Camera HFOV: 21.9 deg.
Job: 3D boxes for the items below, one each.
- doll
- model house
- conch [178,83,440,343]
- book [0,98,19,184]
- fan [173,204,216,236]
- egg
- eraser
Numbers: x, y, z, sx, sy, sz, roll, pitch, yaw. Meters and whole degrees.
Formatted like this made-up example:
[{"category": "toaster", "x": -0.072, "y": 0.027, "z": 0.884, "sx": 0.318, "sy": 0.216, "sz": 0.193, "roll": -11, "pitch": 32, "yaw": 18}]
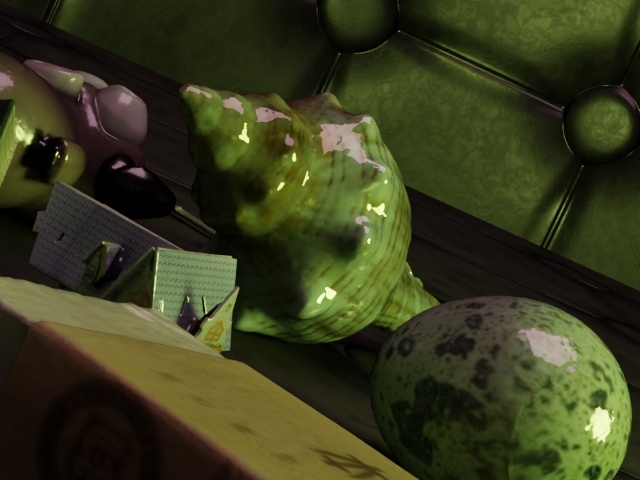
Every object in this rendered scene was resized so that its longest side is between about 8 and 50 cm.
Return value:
[{"category": "doll", "x": -0.222, "y": -0.074, "z": 1.176, "sx": 0.182, "sy": 0.117, "sz": 0.257, "roll": 24, "pitch": 8, "yaw": 42}, {"category": "model house", "x": -0.099, "y": 0.037, "z": 0.904, "sx": 0.167, "sy": 0.088, "sz": 0.117, "roll": 29, "pitch": 9, "yaw": 28}, {"category": "conch", "x": -0.013, "y": 0.005, "z": 1.228, "sx": 0.386, "sy": 0.169, "sz": 0.203, "roll": 68, "pitch": -4, "yaw": -49}, {"category": "book", "x": -0.289, "y": -0.049, "z": 0.832, "sx": 0.260, "sy": 0.043, "sz": 0.371, "roll": 5, "pitch": 10, "yaw": -8}, {"category": "fan", "x": -0.059, "y": 0.017, "z": 1.482, "sx": 0.220, "sy": 0.009, "sz": 0.132, "roll": 31, "pitch": 7, "yaw": 32}, {"category": "egg", "x": 0.102, "y": 0.097, "z": 0.976, "sx": 0.172, "sy": 0.132, "sz": 0.132, "roll": 16, "pitch": -1, "yaw": 45}, {"category": "eraser", "x": -0.018, "y": 0.116, "z": 0.657, "sx": 0.343, "sy": 0.078, "sz": 0.144, "roll": 30, "pitch": 8, "yaw": 37}]
